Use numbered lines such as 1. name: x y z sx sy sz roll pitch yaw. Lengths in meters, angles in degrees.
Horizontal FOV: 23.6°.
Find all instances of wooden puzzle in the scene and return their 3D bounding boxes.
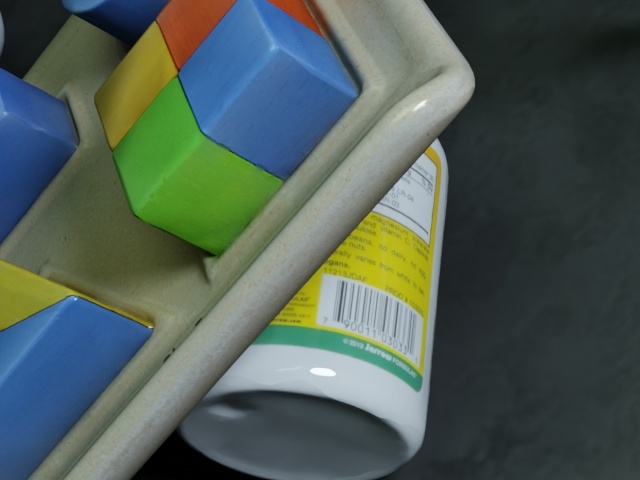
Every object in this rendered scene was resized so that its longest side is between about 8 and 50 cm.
1. wooden puzzle: -0.103 -0.045 0.721 0.322 0.080 0.347 -49 33 19

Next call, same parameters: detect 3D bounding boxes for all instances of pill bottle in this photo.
1. pill bottle: 0.000 0.000 0.728 0.118 0.117 0.208 -6 57 22

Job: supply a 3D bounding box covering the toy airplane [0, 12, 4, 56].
1. toy airplane: -0.297 -0.192 0.902 0.386 0.272 0.384 -56 20 0
